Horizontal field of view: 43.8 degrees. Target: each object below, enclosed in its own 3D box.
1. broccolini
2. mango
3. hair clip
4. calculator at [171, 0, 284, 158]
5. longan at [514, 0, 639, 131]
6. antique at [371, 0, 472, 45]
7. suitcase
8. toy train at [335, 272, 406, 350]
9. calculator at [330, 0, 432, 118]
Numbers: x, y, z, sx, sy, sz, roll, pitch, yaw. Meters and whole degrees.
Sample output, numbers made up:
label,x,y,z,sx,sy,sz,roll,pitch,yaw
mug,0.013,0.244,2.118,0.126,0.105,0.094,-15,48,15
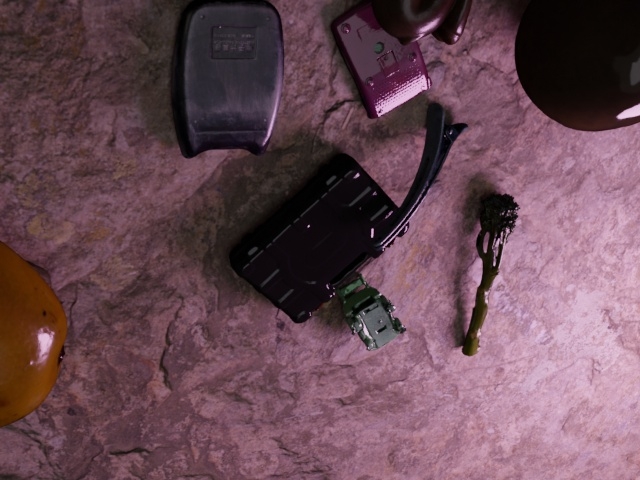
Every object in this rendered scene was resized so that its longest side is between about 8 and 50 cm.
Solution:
label,x,y,z,sx,sy,sz,roll,pitch,yaw
broccolini,0.341,0.074,1.624,0.074,0.079,0.391,-17,133,-25
mango,-0.576,0.104,1.152,0.300,0.232,0.446,-44,117,13
hair clip,0.171,-0.099,1.391,0.083,0.048,0.275,28,86,-36
calculator,-0.141,-0.250,1.229,0.177,0.040,0.268,-6,117,-22
longan,0.460,-0.310,1.279,0.298,0.297,0.297,-10,123,-16
antique,0.150,-0.422,1.182,0.144,0.121,0.256,-6,119,-25
suitcase,0.000,0.000,1.420,0.285,0.066,0.206,-42,126,6
toy train,0.096,0.145,1.547,0.099,0.081,0.149,-33,132,-1
calculator,0.102,-0.300,1.299,0.127,0.034,0.190,-30,125,-2
